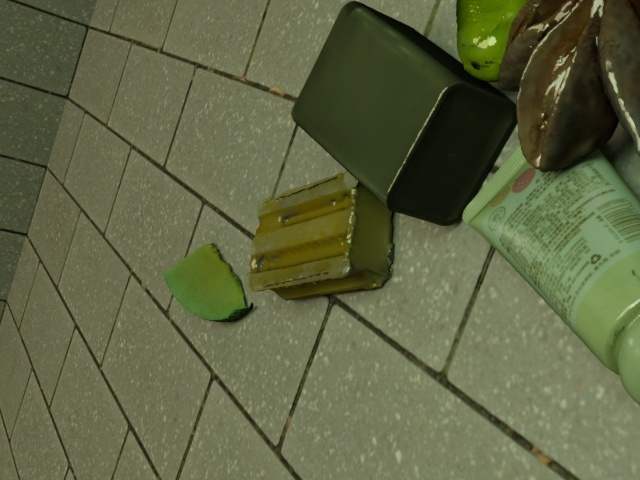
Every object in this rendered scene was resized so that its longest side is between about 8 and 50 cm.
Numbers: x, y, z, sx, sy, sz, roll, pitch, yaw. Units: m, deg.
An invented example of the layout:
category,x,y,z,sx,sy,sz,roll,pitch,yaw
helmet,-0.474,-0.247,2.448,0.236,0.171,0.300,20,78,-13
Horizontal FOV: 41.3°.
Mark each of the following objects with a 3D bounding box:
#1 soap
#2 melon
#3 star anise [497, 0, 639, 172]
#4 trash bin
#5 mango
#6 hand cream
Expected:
category,x,y,z,sx,sy,sz,roll,pitch,yaw
soap,-0.001,0.000,1.076,0.233,0.076,0.135,-16,64,55
melon,-0.167,0.075,1.363,0.114,0.053,0.262,-57,35,-4
star anise,0.263,-0.188,0.676,0.315,0.108,0.315,-34,39,32
trash bin,0.090,-0.145,0.949,0.164,0.122,0.240,-63,35,18
mango,0.185,-0.229,0.873,0.091,0.074,0.165,-8,48,29
hand cream,0.220,0.010,0.695,0.147,0.093,0.306,-50,36,20
